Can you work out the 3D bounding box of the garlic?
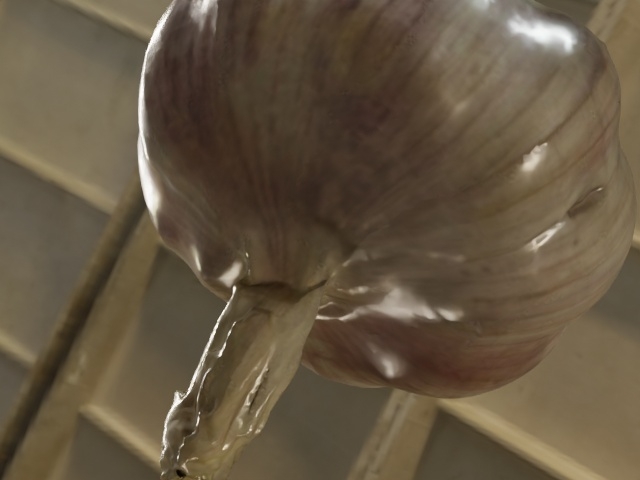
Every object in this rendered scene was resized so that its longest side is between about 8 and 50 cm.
[{"bbox_3d":[0.000,0.000,0.577,0.245,0.245,0.253,4,-132,47],"label":"garlic"}]
